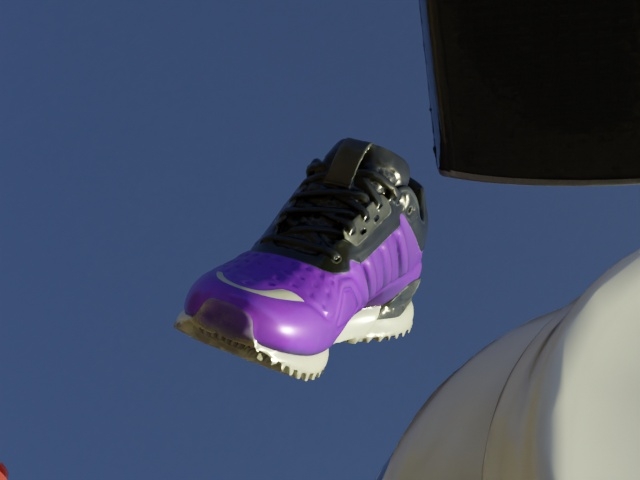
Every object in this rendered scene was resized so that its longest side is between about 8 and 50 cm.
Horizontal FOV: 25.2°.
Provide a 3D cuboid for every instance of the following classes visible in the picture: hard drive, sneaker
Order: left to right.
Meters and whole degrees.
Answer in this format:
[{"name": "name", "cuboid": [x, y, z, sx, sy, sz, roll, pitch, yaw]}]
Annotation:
[{"name": "sneaker", "cuboid": [-0.001, 0.000, 0.985, 0.102, 0.293, 0.146, 21, -77, 19]}, {"name": "hard drive", "cuboid": [0.189, -0.111, 0.876, 0.255, 0.054, 0.172, -3, -62, 9]}]

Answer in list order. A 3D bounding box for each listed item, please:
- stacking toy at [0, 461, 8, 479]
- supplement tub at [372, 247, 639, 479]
[{"name": "stacking toy", "cuboid": [-0.179, 0.223, 1.169, 0.279, 0.309, 0.130, -37, -128, 46]}, {"name": "supplement tub", "cuboid": [0.102, 0.160, 0.493, 0.228, 0.228, 0.316, 32, -38, 5]}]
